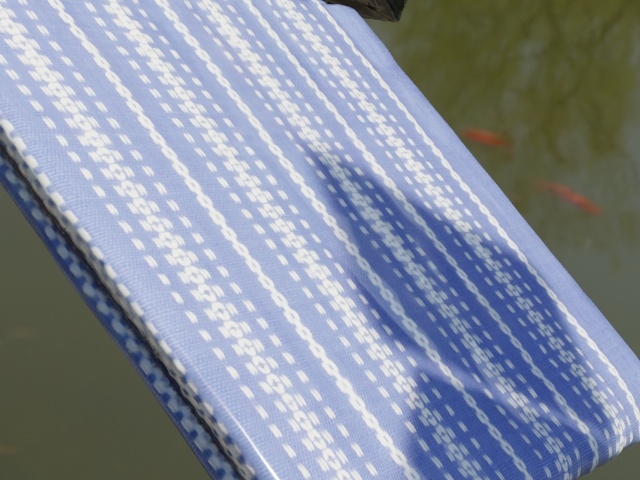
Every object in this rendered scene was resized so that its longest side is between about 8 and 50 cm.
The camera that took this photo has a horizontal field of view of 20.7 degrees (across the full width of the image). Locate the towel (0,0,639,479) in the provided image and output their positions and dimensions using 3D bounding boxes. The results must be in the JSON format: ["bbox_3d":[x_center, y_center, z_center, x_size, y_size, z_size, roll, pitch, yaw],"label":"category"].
[{"bbox_3d":[0.000,0.000,0.624,0.243,0.040,0.336,51,22,13],"label":"towel"}]

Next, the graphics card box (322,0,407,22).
[{"bbox_3d":[0.000,-0.325,1.104,0.233,0.094,0.371,12,68,26],"label":"graphics card box"}]
